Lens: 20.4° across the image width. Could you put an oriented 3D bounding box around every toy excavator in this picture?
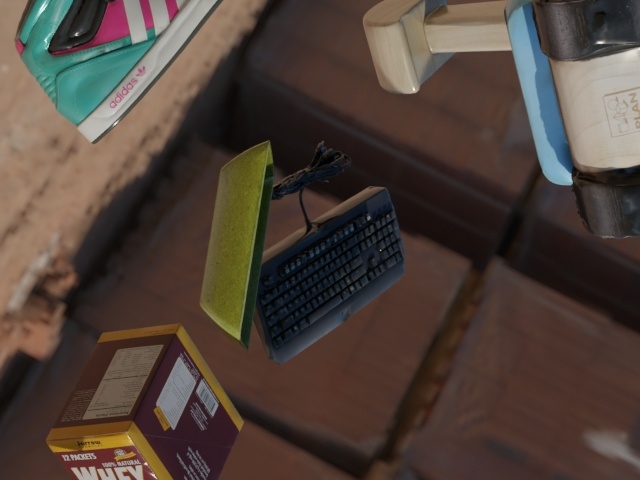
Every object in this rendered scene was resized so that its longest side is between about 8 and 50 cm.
[{"bbox_3d":[0.256,-0.180,1.684,0.445,0.433,0.222,-82,157,-69],"label":"toy excavator"}]

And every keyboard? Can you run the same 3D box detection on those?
[{"bbox_3d":[0.000,0.000,2.092,0.033,0.201,0.317,-15,-169,36],"label":"keyboard"}]

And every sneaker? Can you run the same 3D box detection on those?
[{"bbox_3d":[-0.191,-0.258,1.713,0.295,0.178,0.124,-53,-168,-17],"label":"sneaker"}]

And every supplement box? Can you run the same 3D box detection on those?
[{"bbox_3d":[-0.223,0.247,2.299,0.191,0.129,0.194,61,36,-32],"label":"supplement box"}]

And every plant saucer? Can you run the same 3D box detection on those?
[{"bbox_3d":[-0.082,0.007,1.729,0.188,0.045,0.188,87,12,-82],"label":"plant saucer"}]
